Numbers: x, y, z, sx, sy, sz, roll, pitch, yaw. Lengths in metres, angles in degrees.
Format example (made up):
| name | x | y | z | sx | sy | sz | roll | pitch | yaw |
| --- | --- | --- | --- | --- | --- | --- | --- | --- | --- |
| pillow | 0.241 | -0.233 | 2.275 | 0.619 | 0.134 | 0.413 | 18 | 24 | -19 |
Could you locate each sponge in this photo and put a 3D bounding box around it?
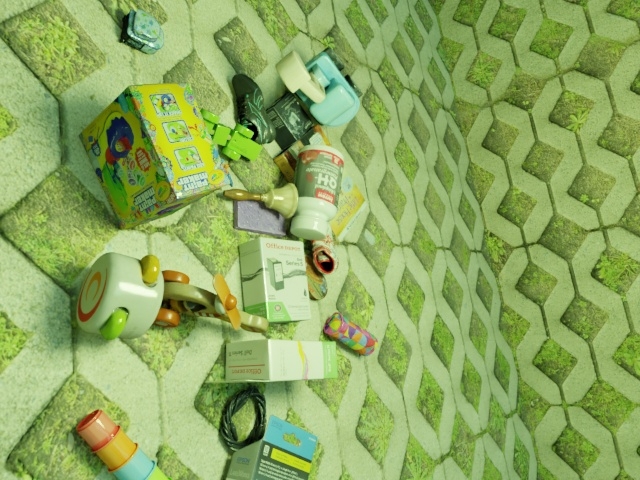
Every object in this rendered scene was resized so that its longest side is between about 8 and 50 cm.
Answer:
| name | x | y | z | sx | sy | sz | roll | pitch | yaw |
| --- | --- | --- | --- | --- | --- | --- | --- | --- | --- |
| sponge | -0.211 | -0.083 | 1.590 | 0.210 | 0.031 | 0.117 | 10 | 68 | -45 |

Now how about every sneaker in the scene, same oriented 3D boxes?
| name | x | y | z | sx | sy | sz | roll | pitch | yaw |
| --- | --- | --- | --- | --- | --- | --- | --- | --- | --- |
| sneaker | -0.251 | -0.468 | 1.635 | 0.106 | 0.101 | 0.267 | -36 | 103 | -46 |
| sneaker | 0.001 | 0.000 | 1.715 | 0.145 | 0.090 | 0.269 | -51 | 123 | -80 |

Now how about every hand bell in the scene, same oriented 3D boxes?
| name | x | y | z | sx | sy | sz | roll | pitch | yaw |
| --- | --- | --- | --- | --- | --- | --- | --- | --- | --- |
| hand bell | -0.210 | -0.147 | 1.533 | 0.242 | 0.126 | 0.126 | 5 | 72 | -35 |

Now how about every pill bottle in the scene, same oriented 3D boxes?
| name | x | y | z | sx | sy | sz | roll | pitch | yaw |
| --- | --- | --- | --- | --- | --- | --- | --- | --- | --- |
| pill bottle | -0.020 | -0.170 | 1.651 | 0.176 | 0.177 | 0.318 | 25 | 66 | -41 |

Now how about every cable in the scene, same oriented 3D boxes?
| name | x | y | z | sx | sy | sz | roll | pitch | yaw |
| --- | --- | --- | --- | --- | --- | --- | --- | --- | --- |
| cable | -0.222 | 0.522 | 1.348 | 0.151 | 0.047 | 0.184 | 25 | 62 | -35 |

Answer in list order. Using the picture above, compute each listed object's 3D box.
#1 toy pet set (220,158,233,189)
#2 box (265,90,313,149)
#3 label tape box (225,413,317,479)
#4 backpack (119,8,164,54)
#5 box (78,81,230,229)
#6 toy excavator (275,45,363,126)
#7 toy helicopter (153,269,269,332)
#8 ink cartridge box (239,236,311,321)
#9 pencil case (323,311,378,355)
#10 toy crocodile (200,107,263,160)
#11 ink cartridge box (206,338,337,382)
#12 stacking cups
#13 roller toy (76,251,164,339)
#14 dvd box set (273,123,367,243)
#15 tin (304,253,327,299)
| name | x | y | z | sx | sy | sz | roll | pitch | yaw |
| --- | --- | --- | --- | --- | --- | --- | --- | --- | --- |
| toy pet set | -0.315 | -0.221 | 1.460 | 0.065 | 0.122 | 0.114 | -44 | 129 | -39 |
| box | -0.132 | -0.467 | 1.776 | 0.158 | 0.093 | 0.156 | 53 | 43 | -22 |
| label tape box | -0.149 | 0.695 | 1.297 | 0.240 | 0.106 | 0.333 | 45 | 47 | -38 |
| backpack | -0.533 | -0.629 | 1.387 | 0.114 | 0.084 | 0.104 | 18 | 65 | -47 |
| box | -0.432 | -0.212 | 1.186 | 0.177 | 0.290 | 0.278 | -28 | 97 | -50 |
| toy excavator | -0.001 | -0.568 | 1.712 | 0.433 | 0.223 | 0.444 | 44 | 21 | -35 |
| toy helicopter | -0.274 | 0.186 | 1.259 | 0.355 | 0.235 | 0.140 | 31 | 54 | -39 |
| ink cartridge box | -0.149 | 0.136 | 1.512 | 0.199 | 0.115 | 0.272 | 7 | 71 | -47 |
| pencil case | 0.118 | 0.362 | 1.751 | 0.236 | 0.105 | 0.104 | 40 | 50 | -35 |
| toy crocodile | -0.332 | -0.351 | 1.505 | 0.341 | 0.105 | 0.115 | 17 | 106 | -45 |
| ink cartridge box | -0.140 | 0.361 | 1.367 | 0.354 | 0.207 | 0.119 | 15 | 67 | -46 |
| stacking cups | -0.442 | 0.529 | 1.070 | 0.316 | 0.096 | 0.096 | 55 | 42 | -11 |
| roller toy | -0.470 | 0.132 | 1.090 | 0.146 | 0.191 | 0.209 | 24 | 70 | -42 |
| dvd box set | 0.015 | -0.234 | 1.879 | 0.420 | 0.062 | 0.307 | 57 | 43 | -17 |
| tin | -0.041 | 0.137 | 1.698 | 0.189 | 0.040 | 0.106 | 58 | 38 | -16 |
